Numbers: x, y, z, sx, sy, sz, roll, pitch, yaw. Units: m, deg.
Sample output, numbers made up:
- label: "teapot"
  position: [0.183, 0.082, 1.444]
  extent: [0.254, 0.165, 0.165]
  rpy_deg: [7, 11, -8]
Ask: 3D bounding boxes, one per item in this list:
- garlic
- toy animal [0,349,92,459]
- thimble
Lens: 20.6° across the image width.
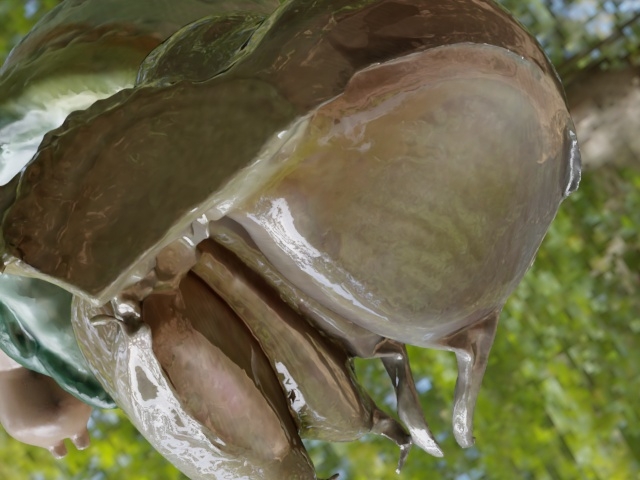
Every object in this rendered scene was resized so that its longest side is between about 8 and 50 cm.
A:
- label: "garlic"
  position: [0.000, 0.000, 0.807]
  extent: [0.292, 0.210, 0.237]
  rpy_deg: [27, -115, -52]
- label: "toy animal"
  position: [-0.210, 0.089, 1.288]
  extent: [0.083, 0.089, 0.150]
  rpy_deg: [-30, -73, -29]
- label: "thimble"
  position: [-0.101, -0.033, 1.125]
  extent: [0.254, 0.288, 0.167]
  rpy_deg: [43, -144, -18]
